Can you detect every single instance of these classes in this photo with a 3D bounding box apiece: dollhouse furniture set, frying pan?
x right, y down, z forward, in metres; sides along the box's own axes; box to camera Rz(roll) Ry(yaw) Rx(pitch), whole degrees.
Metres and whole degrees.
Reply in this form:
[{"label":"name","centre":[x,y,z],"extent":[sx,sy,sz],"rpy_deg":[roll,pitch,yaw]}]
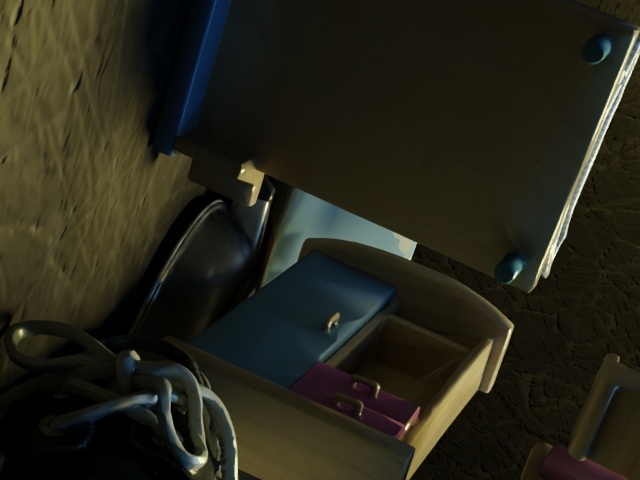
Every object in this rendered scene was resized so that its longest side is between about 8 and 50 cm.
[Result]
[{"label":"dollhouse furniture set","centre":[0.087,-0.026,0.727],"extent":[0.198,0.286,0.303],"rpy_deg":[-38,148,-62]},{"label":"frying pan","centre":[-0.062,0.022,0.900],"extent":[0.197,0.053,0.326],"rpy_deg":[104,11,-57]}]

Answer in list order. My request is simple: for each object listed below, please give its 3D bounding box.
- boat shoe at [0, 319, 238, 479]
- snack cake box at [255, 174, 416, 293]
[{"label":"boat shoe","centre":[-0.083,0.090,0.562],"extent":[0.306,0.113,0.105],"rpy_deg":[-34,138,-86]},{"label":"snack cake box","centre":[0.000,0.000,0.978],"extent":[0.152,0.089,0.264],"rpy_deg":[-101,-153,-60]}]
